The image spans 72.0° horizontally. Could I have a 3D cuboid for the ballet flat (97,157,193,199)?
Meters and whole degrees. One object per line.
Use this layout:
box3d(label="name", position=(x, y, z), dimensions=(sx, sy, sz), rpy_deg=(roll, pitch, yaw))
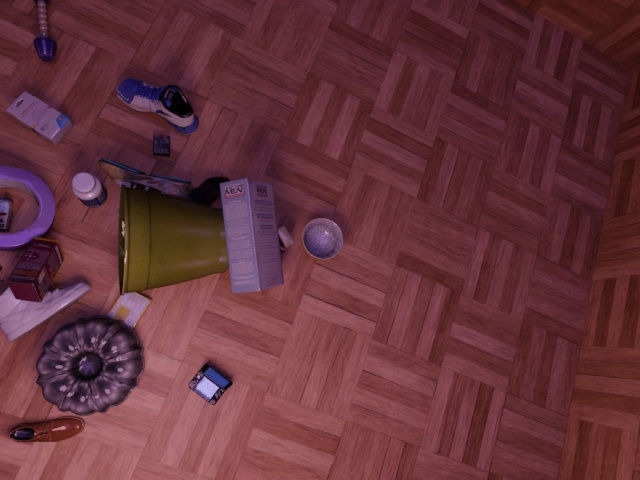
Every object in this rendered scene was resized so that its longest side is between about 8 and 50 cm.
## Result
box3d(label="ballet flat", position=(-0.659, -0.210, 1.644), dimensions=(0.349, 0.123, 0.123), rpy_deg=(14, 75, -12))

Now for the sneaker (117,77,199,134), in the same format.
box3d(label="sneaker", position=(-0.610, -0.547, 1.686), dimensions=(0.316, 0.182, 0.127), rpy_deg=(27, 71, -9))

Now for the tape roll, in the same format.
box3d(label="tape roll", position=(-1.052, -0.106, 1.482), dimensions=(0.275, 0.090, 0.274), rpy_deg=(7, 76, -31))

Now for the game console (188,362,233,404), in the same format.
box3d(label="game console", position=(-0.396, 0.517, 1.581), dimensions=(0.122, 0.071, 0.107), rpy_deg=(39, 71, -4))

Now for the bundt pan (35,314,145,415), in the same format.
box3d(label="bundt pan", position=(-0.749, 0.404, 1.423), dimensions=(0.331, 0.124, 0.330), rpy_deg=(3, 78, -14))

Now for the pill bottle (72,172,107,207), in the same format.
box3d(label="pill bottle", position=(-0.818, -0.179, 1.557), dimensions=(0.094, 0.169, 0.094), rpy_deg=(3, 78, -15))

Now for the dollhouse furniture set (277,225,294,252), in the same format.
box3d(label="dollhouse furniture set", position=(-0.203, 0.002, 1.683), dimensions=(0.129, 0.184, 0.129), rpy_deg=(-31, 88, -20))

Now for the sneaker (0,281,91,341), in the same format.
box3d(label="sneaker", position=(-0.945, 0.186, 1.478), dimensions=(0.292, 0.108, 0.169), rpy_deg=(-34, 92, -18))

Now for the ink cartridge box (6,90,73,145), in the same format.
box3d(label="ink cartridge box", position=(-1.024, -0.447, 1.612), dimensions=(0.181, 0.061, 0.104), rpy_deg=(33, 71, -7))

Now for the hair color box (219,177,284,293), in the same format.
box3d(label="hair color box", position=(-0.235, -0.016, 1.535), dimensions=(0.114, 0.185, 0.374), rpy_deg=(-6, 89, 21))

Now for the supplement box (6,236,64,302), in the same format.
box3d(label="supplement box", position=(-0.925, 0.094, 1.439), dimensions=(0.081, 0.104, 0.188), rpy_deg=(9, 47, -8))

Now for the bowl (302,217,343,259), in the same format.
box3d(label="bowl", position=(0.000, 0.000, 1.796), dimensions=(0.170, 0.080, 0.170), rpy_deg=(3, 78, -14))

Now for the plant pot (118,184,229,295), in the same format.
box3d(label="plant pot", position=(-0.504, 0.002, 1.538), dimensions=(0.353, 0.366, 0.366), rpy_deg=(1, 78, -27))

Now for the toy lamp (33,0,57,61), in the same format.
box3d(label="toy lamp", position=(-1.051, -0.814, 1.674), dimensions=(0.080, 0.080, 0.274), rpy_deg=(-7, 82, -17))

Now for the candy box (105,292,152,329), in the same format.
box3d(label="candy box", position=(-0.704, 0.278, 1.568), dimensions=(0.105, 0.027, 0.206), rpy_deg=(33, 72, -10))

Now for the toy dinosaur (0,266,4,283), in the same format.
box3d(label="toy dinosaur", position=(-1.111, 0.137, 1.448), dimensions=(0.118, 0.064, 0.268), rpy_deg=(-33, 67, -17))

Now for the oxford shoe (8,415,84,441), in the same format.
box3d(label="oxford shoe", position=(-0.883, 0.619, 1.422), dimensions=(0.212, 0.076, 0.076), rpy_deg=(-2, 77, -18))

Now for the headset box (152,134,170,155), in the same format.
box3d(label="headset box", position=(-0.622, -0.376, 1.726), dimensions=(0.062, 0.032, 0.083), rpy_deg=(0, 78, -16))

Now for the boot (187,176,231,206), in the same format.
box3d(label="boot", position=(-0.444, -0.177, 1.720), dimensions=(0.082, 0.106, 0.219), rpy_deg=(50, 42, 3))

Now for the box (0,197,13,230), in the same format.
box3d(label="box", position=(-1.182, -0.093, 1.507), dimensions=(0.207, 0.036, 0.114), rpy_deg=(1, 78, -15))
